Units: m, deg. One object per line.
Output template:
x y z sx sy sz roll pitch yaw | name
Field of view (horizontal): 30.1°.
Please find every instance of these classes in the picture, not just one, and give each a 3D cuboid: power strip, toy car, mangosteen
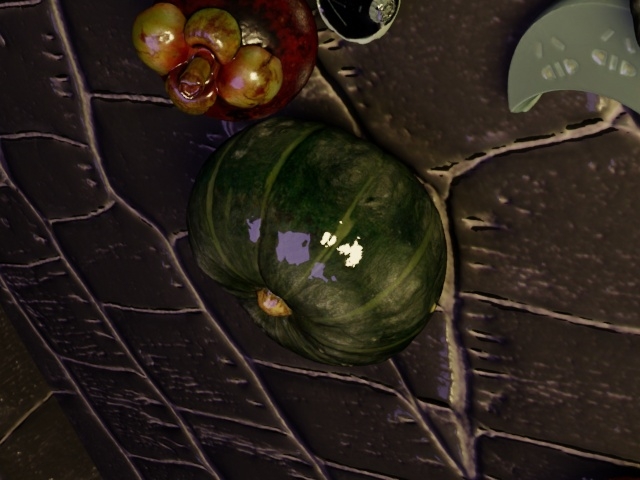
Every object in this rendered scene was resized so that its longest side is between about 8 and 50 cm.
0.267 -0.121 0.962 0.253 0.054 0.167 31 143 31 | power strip
0.038 -0.278 1.090 0.095 0.056 0.205 31 139 29 | toy car
-0.099 -0.199 1.211 0.200 0.200 0.200 32 143 28 | mangosteen

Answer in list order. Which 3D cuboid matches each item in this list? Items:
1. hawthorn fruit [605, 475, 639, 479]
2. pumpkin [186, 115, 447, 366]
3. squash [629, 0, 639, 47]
0.336 0.387 1.213 0.271 0.242 0.242 45 147 11 | hawthorn fruit
0.000 0.000 1.276 0.300 0.207 0.300 25 152 14 | pumpkin
0.288 -0.174 0.780 0.193 0.156 0.193 -28 56 53 | squash
